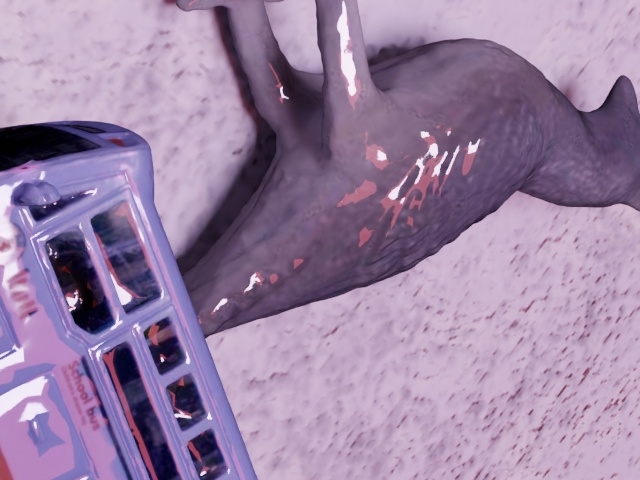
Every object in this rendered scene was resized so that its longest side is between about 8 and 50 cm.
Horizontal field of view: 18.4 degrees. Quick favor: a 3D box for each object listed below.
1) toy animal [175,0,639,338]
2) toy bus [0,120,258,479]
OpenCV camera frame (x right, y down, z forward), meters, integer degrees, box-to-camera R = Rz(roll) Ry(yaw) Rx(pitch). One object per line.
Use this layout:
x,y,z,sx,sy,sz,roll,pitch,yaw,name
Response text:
0.008,-0.037,0.801,0.367,0.081,0.206,-24,122,-24,toy animal
-0.103,0.054,0.678,0.133,0.125,0.292,-27,110,-24,toy bus
